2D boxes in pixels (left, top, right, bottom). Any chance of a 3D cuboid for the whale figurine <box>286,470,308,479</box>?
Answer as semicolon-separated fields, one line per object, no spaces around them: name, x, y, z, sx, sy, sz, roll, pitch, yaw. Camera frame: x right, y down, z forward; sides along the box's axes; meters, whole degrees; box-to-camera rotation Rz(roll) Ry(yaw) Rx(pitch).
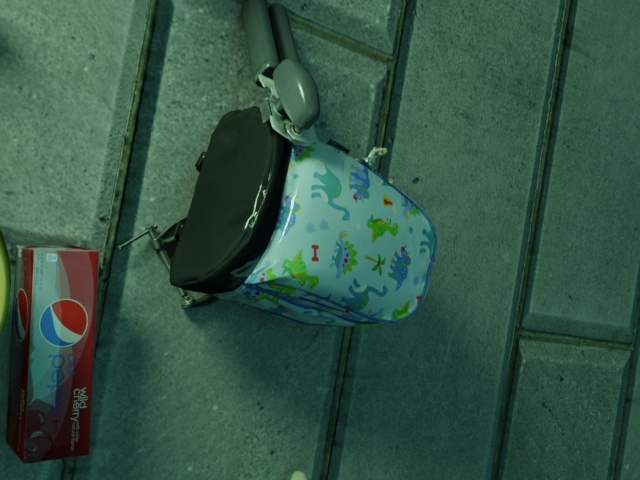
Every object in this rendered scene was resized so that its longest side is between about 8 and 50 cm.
whale figurine;-0.090;0.491;1.140;0.216;0.141;0.272;61;37;-23

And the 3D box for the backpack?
backpack;0.000;0.000;1.093;0.355;0.273;0.290;39;59;-45

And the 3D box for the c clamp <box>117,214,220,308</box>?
c clamp;-0.202;0.036;1.072;0.137;0.022;0.161;-42;115;-31

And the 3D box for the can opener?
can opener;-0.047;-0.253;1.026;0.076;0.095;0.283;13;50;-35

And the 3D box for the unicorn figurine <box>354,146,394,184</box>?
unicorn figurine;0.065;-0.110;1.224;0.111;0.060;0.162;-38;114;-28

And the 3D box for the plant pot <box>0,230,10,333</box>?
plant pot;-0.446;0.026;0.740;0.254;0.239;0.254;-4;100;-21

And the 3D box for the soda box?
soda box;-0.341;0.138;0.934;0.083;0.092;0.263;2;93;-37
